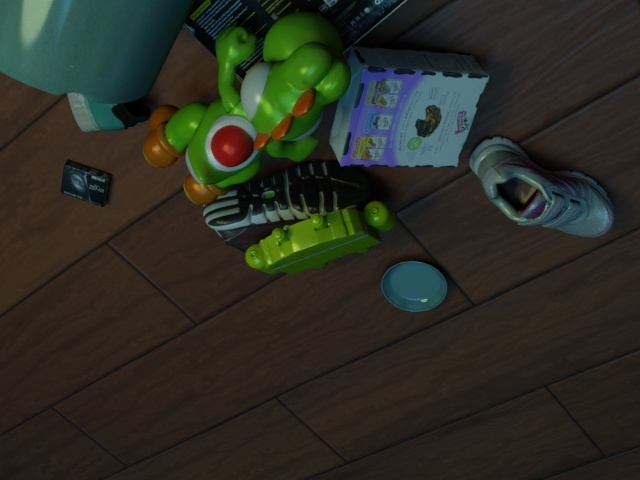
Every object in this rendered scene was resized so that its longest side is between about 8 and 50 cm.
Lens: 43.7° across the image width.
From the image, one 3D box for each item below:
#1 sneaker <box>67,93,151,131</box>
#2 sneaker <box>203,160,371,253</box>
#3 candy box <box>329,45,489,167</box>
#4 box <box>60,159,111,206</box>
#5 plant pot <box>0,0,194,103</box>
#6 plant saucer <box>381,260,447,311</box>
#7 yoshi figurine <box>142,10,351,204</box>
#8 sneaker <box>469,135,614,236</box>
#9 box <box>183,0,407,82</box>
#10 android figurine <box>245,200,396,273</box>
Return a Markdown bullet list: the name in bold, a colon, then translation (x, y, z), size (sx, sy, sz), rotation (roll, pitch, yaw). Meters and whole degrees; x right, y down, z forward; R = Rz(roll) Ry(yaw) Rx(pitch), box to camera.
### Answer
- **sneaker**: translation (-0.340, -0.306, 1.220), size (0.121, 0.108, 0.302), rotation (-4, 130, 6)
- **sneaker**: translation (-0.049, -0.044, 1.377), size (0.282, 0.106, 0.162), rotation (-8, 150, 5)
- **candy box**: translation (0.128, -0.194, 1.183), size (0.196, 0.070, 0.164), rotation (-1, 130, -18)
- **box**: translation (-0.422, -0.102, 1.438), size (0.083, 0.018, 0.067), rotation (19, 129, -3)
- **plant pot**: translation (-0.274, -0.372, 0.968), size (0.341, 0.341, 0.334), rotation (25, 119, -8)
- **plant saucer**: translation (0.171, 0.079, 1.456), size (0.120, 0.021, 0.119), rotation (6, 128, 8)
- **yoshi figurine**: translation (-0.087, -0.200, 1.140), size (0.362, 0.204, 0.202), rotation (-24, 80, 43)
- **sneaker**: translation (0.349, -0.061, 1.256), size (0.252, 0.111, 0.103), rotation (23, 128, -7)
- **box**: translation (-0.043, -0.371, 1.121), size (0.322, 0.079, 0.257), rotation (-35, 112, 31)
- **android figurine**: translation (0.000, 0.000, 1.293), size (0.248, 0.273, 0.056), rotation (-20, 78, 13)
